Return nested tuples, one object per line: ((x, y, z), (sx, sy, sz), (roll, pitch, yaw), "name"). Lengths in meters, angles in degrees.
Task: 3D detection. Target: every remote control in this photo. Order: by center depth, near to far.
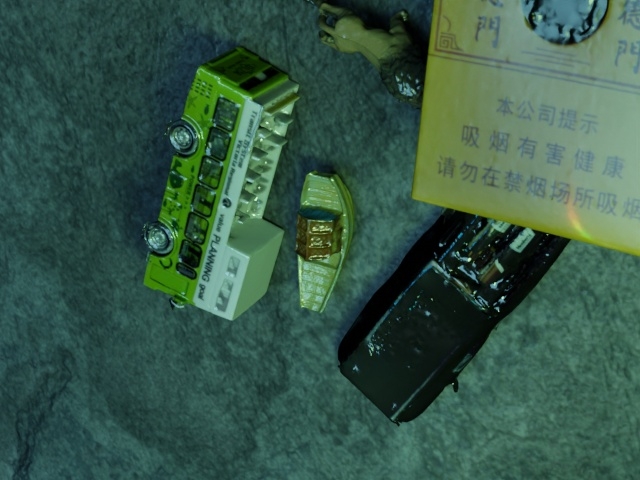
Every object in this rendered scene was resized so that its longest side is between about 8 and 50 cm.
((0.149, 0.053, 1.519), (0.144, 0.062, 0.399), (42, 127, 10), "remote control")

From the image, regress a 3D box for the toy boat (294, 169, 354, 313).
((0.000, 0.000, 1.589), (0.065, 0.066, 0.172), (17, 120, 22), "toy boat")

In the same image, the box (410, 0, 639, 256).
((0.238, -0.216, 1.271), (0.264, 0.116, 0.415), (16, 111, 27), "box")

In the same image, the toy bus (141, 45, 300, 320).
((-0.110, -0.061, 1.607), (0.139, 0.113, 0.302), (26, 122, 16), "toy bus")

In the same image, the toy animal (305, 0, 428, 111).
((0.056, -0.210, 1.457), (0.220, 0.086, 0.069), (39, 126, 35), "toy animal")
